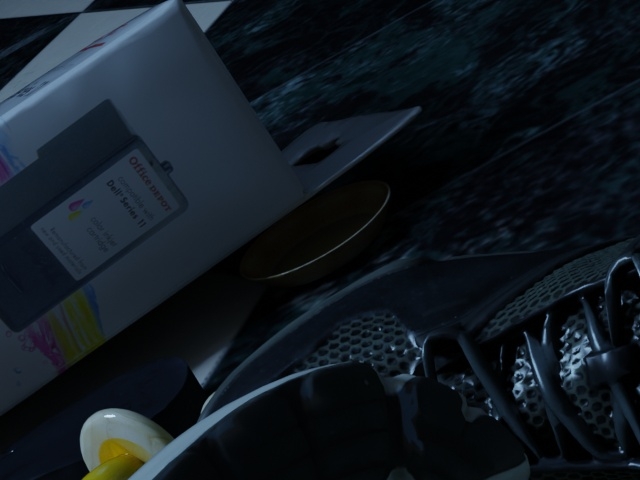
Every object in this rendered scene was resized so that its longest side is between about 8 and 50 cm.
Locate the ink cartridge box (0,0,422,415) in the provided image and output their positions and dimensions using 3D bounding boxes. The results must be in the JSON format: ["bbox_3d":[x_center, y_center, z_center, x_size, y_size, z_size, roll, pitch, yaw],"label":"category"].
[{"bbox_3d":[-0.142,-0.010,0.930,0.353,0.119,0.207,-35,10,-13],"label":"ink cartridge box"}]

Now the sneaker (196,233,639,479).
[{"bbox_3d":[0.071,0.032,0.480,0.227,0.087,0.130,-11,-10,2],"label":"sneaker"}]

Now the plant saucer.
[{"bbox_3d":[0.000,0.000,0.893,0.083,0.015,0.083,-27,19,10],"label":"plant saucer"}]

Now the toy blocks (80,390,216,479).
[{"bbox_3d":[-0.079,0.119,0.651,0.123,0.054,0.148,-14,25,41],"label":"toy blocks"}]

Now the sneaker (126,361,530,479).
[{"bbox_3d":[-0.070,0.130,0.363,0.279,0.107,0.118,-26,-16,-19],"label":"sneaker"}]

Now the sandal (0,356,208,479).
[{"bbox_3d":[-0.166,0.118,0.783,0.254,0.054,0.097,-34,19,-9],"label":"sandal"}]
